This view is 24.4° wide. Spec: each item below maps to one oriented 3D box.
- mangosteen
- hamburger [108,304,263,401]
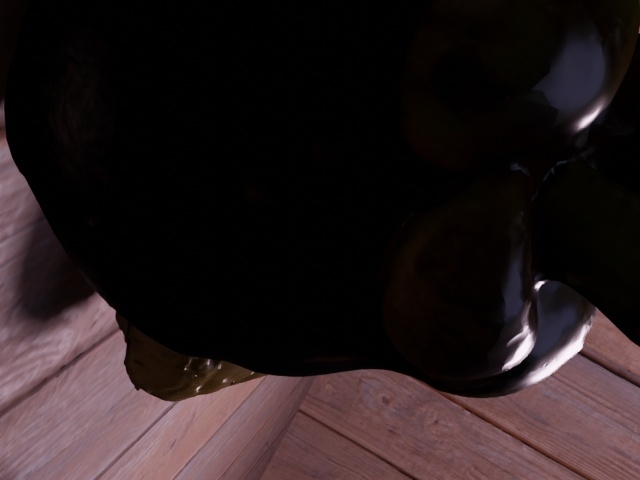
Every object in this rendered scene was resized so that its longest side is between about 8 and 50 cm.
[{"bbox_3d":[0.026,-0.054,0.602,0.287,0.288,0.233,-64,179,31],"label":"mangosteen"},{"bbox_3d":[-0.014,-0.012,0.929,0.285,0.134,0.265,-9,128,-54],"label":"hamburger"}]
